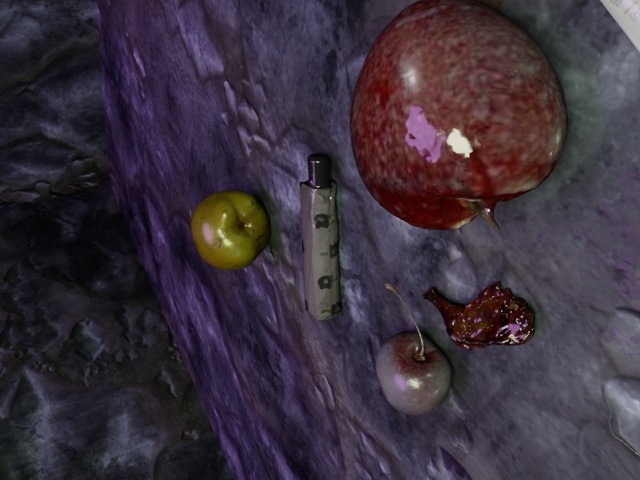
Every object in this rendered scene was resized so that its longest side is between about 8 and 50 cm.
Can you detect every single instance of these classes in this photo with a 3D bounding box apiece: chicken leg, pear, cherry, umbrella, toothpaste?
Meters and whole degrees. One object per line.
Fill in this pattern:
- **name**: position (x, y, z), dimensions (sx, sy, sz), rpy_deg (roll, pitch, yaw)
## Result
- **chicken leg**: position (0.209, 0.104, 0.764), dimensions (0.205, 0.053, 0.092), rpy_deg (-11, 70, 55)
- **pear**: position (-0.216, -0.025, 1.326), dimensions (0.200, 0.200, 0.199), rpy_deg (35, 132, 51)
- **cherry**: position (0.140, -0.141, 0.618), dimensions (0.230, 0.203, 0.299), rpy_deg (141, 126, -62)
- **umbrella**: position (0.000, 0.000, 1.073), dimensions (0.073, 0.067, 0.336), rpy_deg (19, 120, 42)
- **toothpaste**: position (0.288, -0.197, 0.498), dimensions (0.190, 0.031, 0.048), rpy_deg (62, 147, 16)
- **cherry**: position (0.135, 0.191, 0.894), dimensions (0.148, 0.115, 0.188), rpy_deg (48, -172, -47)

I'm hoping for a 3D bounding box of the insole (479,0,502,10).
- **insole**: position (0.199, -0.288, 0.644), dimensions (0.045, 0.002, 0.134), rpy_deg (53, 145, 37)
